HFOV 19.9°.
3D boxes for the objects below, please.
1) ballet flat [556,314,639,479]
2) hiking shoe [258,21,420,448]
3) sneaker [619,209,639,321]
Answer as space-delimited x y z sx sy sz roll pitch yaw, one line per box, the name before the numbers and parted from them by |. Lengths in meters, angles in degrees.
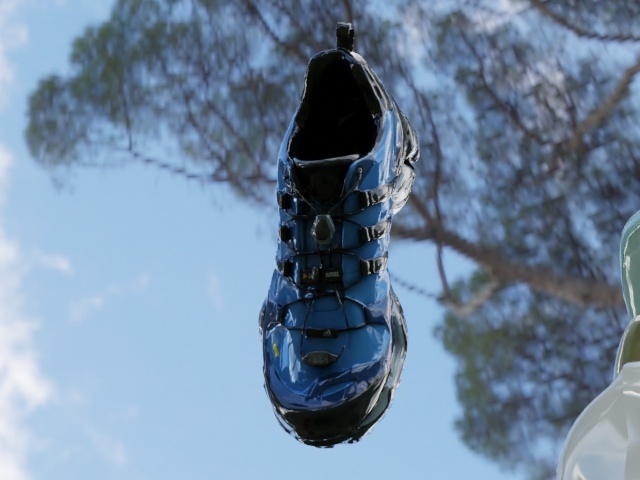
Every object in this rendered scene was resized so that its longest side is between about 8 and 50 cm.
ballet flat | 0.137 0.097 0.700 0.116 0.342 0.124 -3 -75 26
hiking shoe | 0.000 0.000 1.318 0.113 0.304 0.132 -6 -35 16
sneaker | 0.217 0.085 1.128 0.151 0.256 0.094 7 -30 -44
